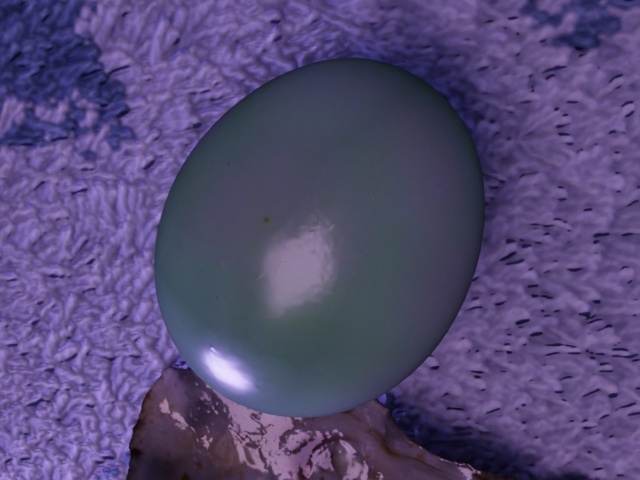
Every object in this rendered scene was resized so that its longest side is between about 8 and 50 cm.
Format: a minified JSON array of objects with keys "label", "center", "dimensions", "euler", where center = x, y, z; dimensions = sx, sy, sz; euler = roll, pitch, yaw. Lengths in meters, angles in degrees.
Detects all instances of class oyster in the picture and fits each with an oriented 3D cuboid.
[{"label":"oyster","center":[0.009,0.232,1.046],"dimensions":[0.396,0.204,0.111],"euler":[13,147,17]}]

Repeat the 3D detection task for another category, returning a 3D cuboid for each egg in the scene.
[{"label":"egg","center":[0.000,0.000,0.919],"dimensions":[0.220,0.220,0.269],"euler":[35,121,3]}]
